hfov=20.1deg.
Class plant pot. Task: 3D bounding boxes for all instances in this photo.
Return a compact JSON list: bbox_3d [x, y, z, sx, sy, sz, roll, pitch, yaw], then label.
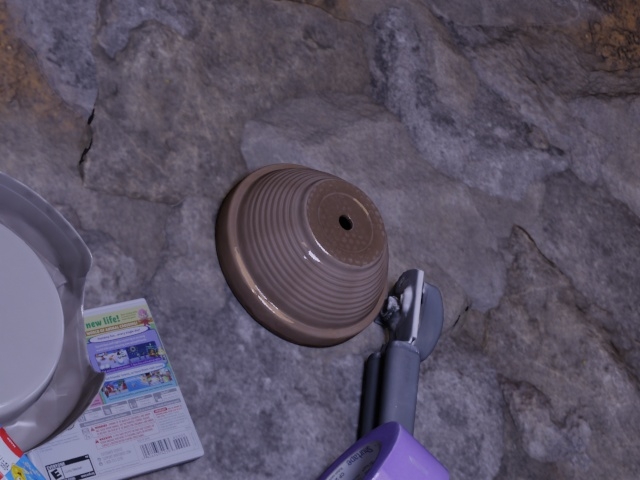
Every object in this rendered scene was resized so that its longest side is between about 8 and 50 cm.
[{"bbox_3d":[0.000,0.000,2.183,0.237,0.110,0.237,18,55,-28],"label":"plant pot"}]

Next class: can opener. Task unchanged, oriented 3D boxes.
[{"bbox_3d":[0.108,0.164,2.194,0.095,0.076,0.283,24,54,-24],"label":"can opener"}]

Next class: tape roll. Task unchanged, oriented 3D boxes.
[{"bbox_3d":[0.048,0.295,1.995,0.080,0.189,0.189,44,47,-8],"label":"tape roll"}]

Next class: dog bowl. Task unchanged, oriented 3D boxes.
[{"bbox_3d":[-0.387,0.084,1.822,0.348,0.102,0.349,17,53,-23],"label":"dog bowl"}]

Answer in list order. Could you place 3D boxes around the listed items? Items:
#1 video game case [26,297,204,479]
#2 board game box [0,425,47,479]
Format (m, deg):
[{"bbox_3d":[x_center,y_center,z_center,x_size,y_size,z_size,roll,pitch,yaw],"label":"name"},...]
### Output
[{"bbox_3d":[-0.246,0.170,1.957,0.212,0.023,0.193,-11,73,-40],"label":"video game case"},{"bbox_3d":[-0.312,0.377,1.608,0.302,0.308,0.086,49,6,-3],"label":"board game box"}]
